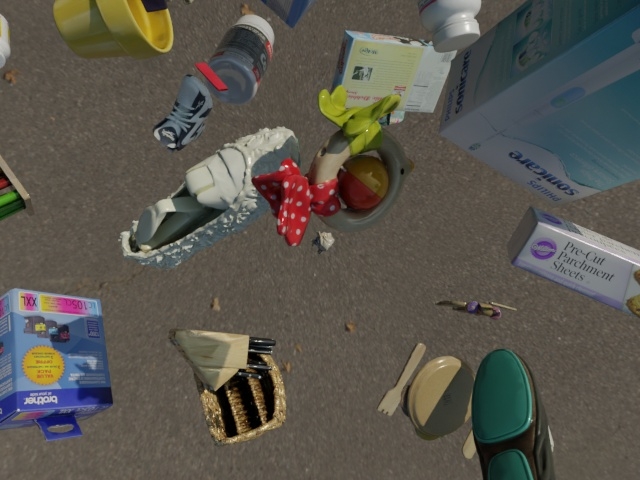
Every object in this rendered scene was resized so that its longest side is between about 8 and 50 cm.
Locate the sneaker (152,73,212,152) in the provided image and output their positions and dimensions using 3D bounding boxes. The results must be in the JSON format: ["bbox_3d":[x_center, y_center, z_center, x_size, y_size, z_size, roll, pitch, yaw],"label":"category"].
[{"bbox_3d":[-0.374,-0.319,1.244,0.094,0.235,0.153,36,60,-8],"label":"sneaker"}]

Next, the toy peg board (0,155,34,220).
[{"bbox_3d":[-0.774,-0.130,1.118,0.079,0.161,0.161,-37,96,-30],"label":"toy peg board"}]

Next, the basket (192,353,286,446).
[{"bbox_3d":[-0.243,0.469,1.483,0.213,0.223,0.299,-24,66,5],"label":"basket"}]

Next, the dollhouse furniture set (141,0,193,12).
[{"bbox_3d":[-0.283,-0.485,0.826,0.090,0.114,0.081,-7,55,6],"label":"dollhouse furniture set"}]

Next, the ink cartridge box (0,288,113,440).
[{"bbox_3d":[-0.741,0.352,1.285,0.151,0.270,0.396,-29,64,22],"label":"ink cartridge box"}]

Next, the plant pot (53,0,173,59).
[{"bbox_3d":[-0.576,-0.614,1.283,0.238,0.254,0.254,-11,99,11],"label":"plant pot"}]

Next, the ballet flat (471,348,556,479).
[{"bbox_3d":[0.242,0.267,0.574,0.095,0.280,0.096,-29,113,32],"label":"ballet flat"}]

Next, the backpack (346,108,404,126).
[{"bbox_3d":[0.209,-0.541,1.802,0.253,0.225,0.191,-14,137,-28],"label":"backpack"}]

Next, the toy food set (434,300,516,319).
[{"bbox_3d":[0.258,0.117,0.780,0.077,0.122,0.019,16,77,-24],"label":"toy food set"}]

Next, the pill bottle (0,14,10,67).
[{"bbox_3d":[-0.451,-0.274,0.640,0.043,0.043,0.083,-23,61,0],"label":"pill bottle"}]

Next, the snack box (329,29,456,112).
[{"bbox_3d":[0.195,-0.449,1.266,0.321,0.060,0.187,-4,133,-24],"label":"snack box"}]

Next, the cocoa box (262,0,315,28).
[{"bbox_3d":[-0.021,-0.692,0.995,0.228,0.231,0.347,40,83,-10],"label":"cocoa box"}]

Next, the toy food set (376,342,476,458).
[{"bbox_3d":[0.177,0.236,0.704,0.192,0.038,0.132,34,83,-20],"label":"toy food set"}]

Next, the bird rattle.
[{"bbox_3d":[0.041,-0.089,0.672,0.207,0.143,0.254,31,87,-37],"label":"bird rattle"}]

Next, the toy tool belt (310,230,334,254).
[{"bbox_3d":[0.000,0.000,1.199,0.051,0.083,0.052,42,70,-5],"label":"toy tool belt"}]

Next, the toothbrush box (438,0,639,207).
[{"bbox_3d":[0.310,-0.172,0.495,0.216,0.295,0.126,24,64,-20],"label":"toothbrush box"}]

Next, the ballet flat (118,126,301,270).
[{"bbox_3d":[-0.212,-0.061,0.830,0.409,0.147,0.147,-34,99,27],"label":"ballet flat"}]

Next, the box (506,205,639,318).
[{"bbox_3d":[0.392,0.056,0.561,0.323,0.063,0.067,24,117,4],"label":"box"}]

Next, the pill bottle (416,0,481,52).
[{"bbox_3d":[0.181,-0.364,0.676,0.087,0.087,0.160,-13,91,-2],"label":"pill bottle"}]

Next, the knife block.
[{"bbox_3d":[-0.264,0.301,1.355,0.242,0.088,0.276,-40,100,-30],"label":"knife block"}]

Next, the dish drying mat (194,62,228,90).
[{"bbox_3d":[-0.239,-0.359,1.026,0.083,0.032,0.008,48,131,8],"label":"dish drying mat"}]

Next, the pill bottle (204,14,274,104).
[{"bbox_3d":[-0.240,-0.567,1.449,0.161,0.161,0.283,18,53,-6],"label":"pill bottle"}]
